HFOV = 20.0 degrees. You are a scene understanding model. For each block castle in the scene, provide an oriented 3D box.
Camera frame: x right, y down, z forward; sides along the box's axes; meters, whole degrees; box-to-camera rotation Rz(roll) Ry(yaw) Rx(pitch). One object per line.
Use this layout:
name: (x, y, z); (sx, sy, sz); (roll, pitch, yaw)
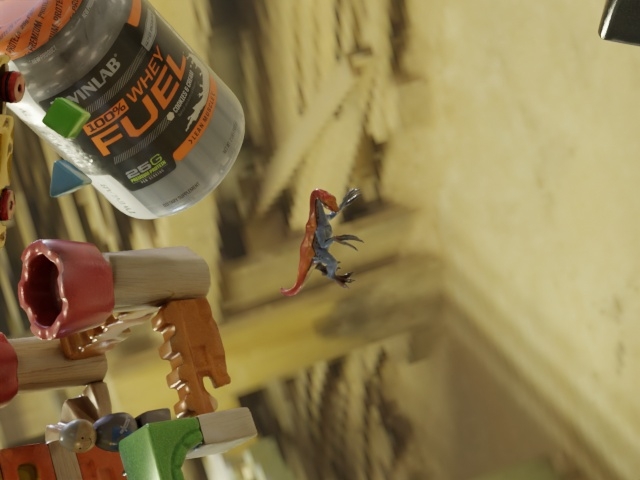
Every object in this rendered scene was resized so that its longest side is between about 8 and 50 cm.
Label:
block castle: (-0.200, 0.249, 1.582); (0.303, 0.213, 0.453); (-36, 66, 50)

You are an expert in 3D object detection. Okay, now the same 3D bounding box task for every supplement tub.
supplement tub: (-0.241, -0.180, 2.016); (0.316, 0.193, 0.193); (45, -175, -42)

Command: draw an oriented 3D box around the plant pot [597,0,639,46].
plant pot: (0.426, -0.329, 2.051); (0.167, 0.188, 0.187); (75, -151, -67)

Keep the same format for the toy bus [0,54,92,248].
toy bus: (-0.308, -0.085, 1.487); (0.202, 0.191, 0.104); (49, -171, 5)

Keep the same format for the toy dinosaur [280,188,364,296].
toy dinosaur: (0.000, 0.000, 1.338); (0.082, 0.090, 0.047); (60, 178, -38)
